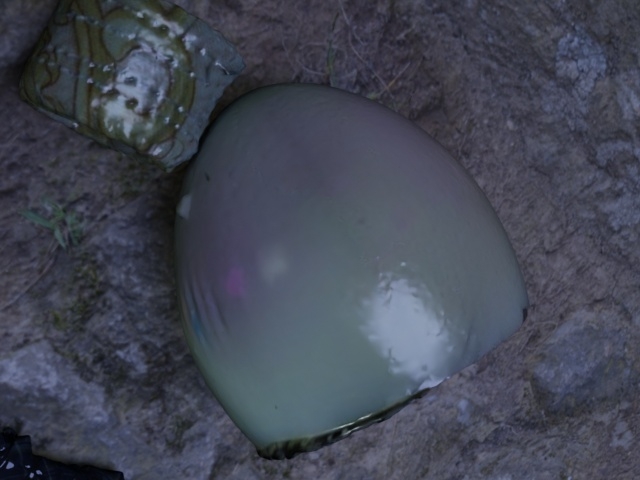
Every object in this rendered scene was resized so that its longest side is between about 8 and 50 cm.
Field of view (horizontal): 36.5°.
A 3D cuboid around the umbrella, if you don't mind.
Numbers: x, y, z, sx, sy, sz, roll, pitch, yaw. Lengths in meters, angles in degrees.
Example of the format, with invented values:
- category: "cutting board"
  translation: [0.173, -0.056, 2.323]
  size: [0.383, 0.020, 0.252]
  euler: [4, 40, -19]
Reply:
- category: "umbrella"
  translation: [-0.317, 0.256, 1.048]
  size: [0.071, 0.080, 0.224]
  euler: [-38, 124, 24]

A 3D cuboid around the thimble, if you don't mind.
- category: "thimble"
  translation: [-0.183, -0.162, 0.950]
  size: [0.190, 0.137, 0.143]
  euler: [26, 84, -9]

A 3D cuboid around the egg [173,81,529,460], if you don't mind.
- category: "egg"
  translation: [0.000, 0.000, 1.021]
  size: [0.354, 0.354, 0.340]
  euler: [-28, 92, -22]
